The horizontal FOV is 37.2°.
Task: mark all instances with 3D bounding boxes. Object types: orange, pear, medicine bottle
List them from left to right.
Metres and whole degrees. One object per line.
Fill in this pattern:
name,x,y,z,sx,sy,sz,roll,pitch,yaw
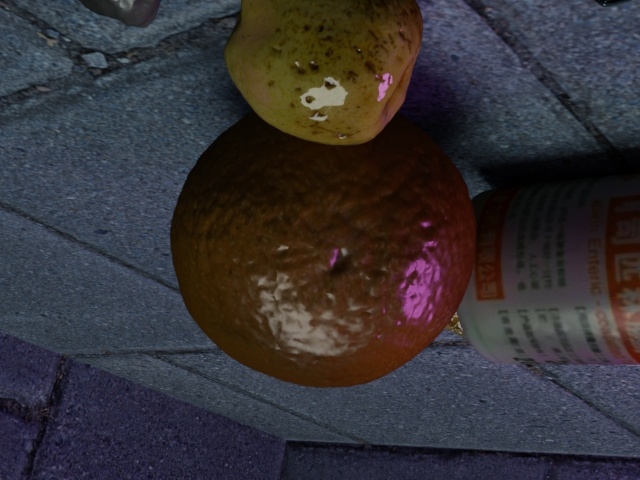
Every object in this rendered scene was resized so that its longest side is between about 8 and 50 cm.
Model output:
orange,0.000,0.000,1.033,0.322,0.322,0.357,14,178,-6
pear,0.001,-0.170,0.830,0.178,0.178,0.178,10,159,4
medicine bottle,0.360,0.031,1.057,0.388,0.219,0.219,-4,154,35

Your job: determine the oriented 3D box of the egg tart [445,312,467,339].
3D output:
egg tart,0.237,0.074,1.411,0.232,0.098,0.252,18,155,0

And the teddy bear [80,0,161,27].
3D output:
teddy bear,-0.201,-0.275,0.692,0.251,0.144,0.171,23,135,-31

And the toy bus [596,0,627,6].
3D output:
toy bus,0.177,-0.238,0.635,0.160,0.091,0.079,31,154,-29
